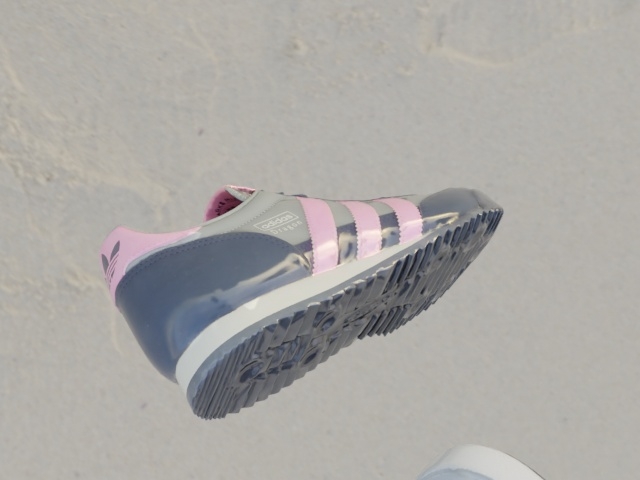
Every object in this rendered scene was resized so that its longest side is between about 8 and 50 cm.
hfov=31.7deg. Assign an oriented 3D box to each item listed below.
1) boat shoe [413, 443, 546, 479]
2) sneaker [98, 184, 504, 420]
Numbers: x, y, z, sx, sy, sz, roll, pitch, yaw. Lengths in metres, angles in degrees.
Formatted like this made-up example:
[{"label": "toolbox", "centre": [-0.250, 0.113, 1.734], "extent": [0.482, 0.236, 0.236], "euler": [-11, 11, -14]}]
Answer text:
[{"label": "boat shoe", "centre": [0.163, 0.212, 0.575], "extent": [0.306, 0.113, 0.105], "euler": [47, 40, -2]}, {"label": "sneaker", "centre": [0.000, 0.000, 0.739], "extent": [0.319, 0.131, 0.112], "euler": [-19, 145, -49]}]
